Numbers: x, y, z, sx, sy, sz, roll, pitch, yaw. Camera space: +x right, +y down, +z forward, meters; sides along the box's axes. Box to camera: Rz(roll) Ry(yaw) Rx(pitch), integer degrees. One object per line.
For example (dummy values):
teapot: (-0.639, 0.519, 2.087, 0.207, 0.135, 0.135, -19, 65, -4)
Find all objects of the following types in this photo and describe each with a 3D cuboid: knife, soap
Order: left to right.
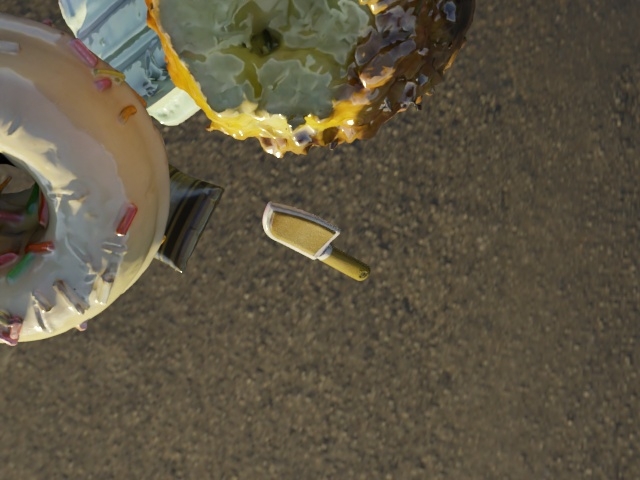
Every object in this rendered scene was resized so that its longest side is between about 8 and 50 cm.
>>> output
soap: (-0.123, -0.337, 1.386, 0.446, 0.156, 0.261, -30, 74, 43)
knife: (-0.001, -0.001, 1.297, 0.046, 0.256, 0.022, -41, 61, 11)

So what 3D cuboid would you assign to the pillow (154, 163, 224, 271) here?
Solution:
pillow: (-0.214, -0.048, 1.426, 0.203, 0.038, 0.113, 26, 88, 30)

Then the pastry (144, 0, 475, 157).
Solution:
pastry: (0.001, -0.287, 0.979, 0.292, 0.337, 0.405, 0, 123, 21)

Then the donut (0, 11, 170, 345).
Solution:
donut: (-0.344, -0.054, 1.235, 0.383, 0.142, 0.382, 1, 119, 1)
